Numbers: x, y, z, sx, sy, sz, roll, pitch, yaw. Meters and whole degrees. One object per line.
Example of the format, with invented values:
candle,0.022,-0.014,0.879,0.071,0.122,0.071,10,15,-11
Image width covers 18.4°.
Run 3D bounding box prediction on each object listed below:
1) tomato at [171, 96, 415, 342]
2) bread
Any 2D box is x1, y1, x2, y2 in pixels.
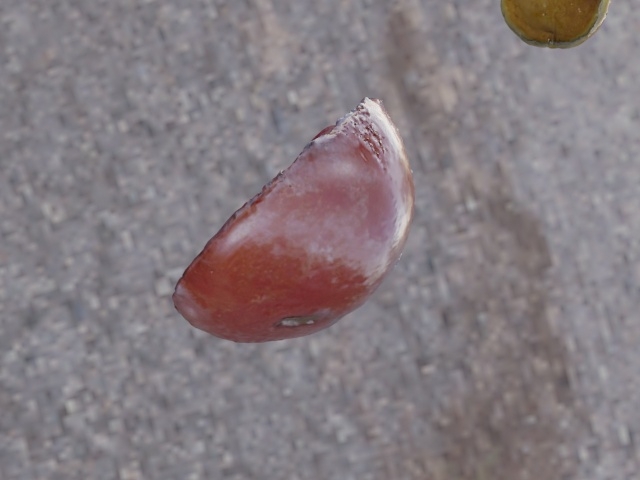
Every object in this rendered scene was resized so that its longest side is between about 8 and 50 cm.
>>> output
tomato,0.000,0.000,1.303,0.099,0.173,0.189,43,48,3
bread,0.199,-0.212,1.660,0.024,0.110,0.110,2,74,-55
